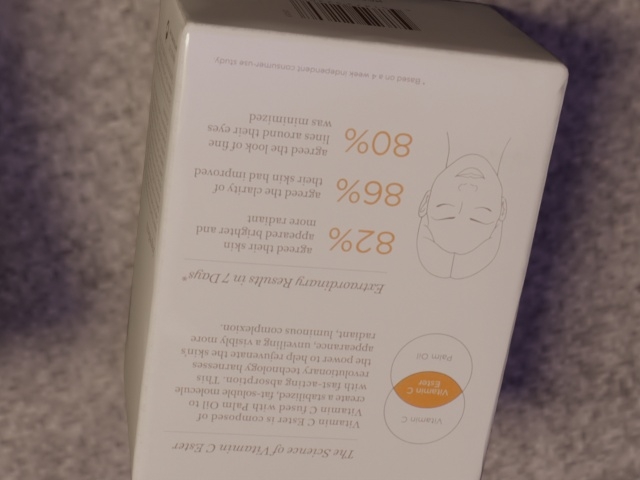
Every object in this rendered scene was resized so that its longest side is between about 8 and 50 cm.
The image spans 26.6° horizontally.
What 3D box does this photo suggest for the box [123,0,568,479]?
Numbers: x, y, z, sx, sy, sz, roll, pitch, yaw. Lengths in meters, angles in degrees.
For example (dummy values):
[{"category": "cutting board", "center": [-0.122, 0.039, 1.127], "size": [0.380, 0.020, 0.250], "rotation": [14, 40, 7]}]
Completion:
[{"category": "box", "center": [0.000, 0.000, 0.494], "size": [0.130, 0.091, 0.170], "rotation": [5, 111, -13]}]
